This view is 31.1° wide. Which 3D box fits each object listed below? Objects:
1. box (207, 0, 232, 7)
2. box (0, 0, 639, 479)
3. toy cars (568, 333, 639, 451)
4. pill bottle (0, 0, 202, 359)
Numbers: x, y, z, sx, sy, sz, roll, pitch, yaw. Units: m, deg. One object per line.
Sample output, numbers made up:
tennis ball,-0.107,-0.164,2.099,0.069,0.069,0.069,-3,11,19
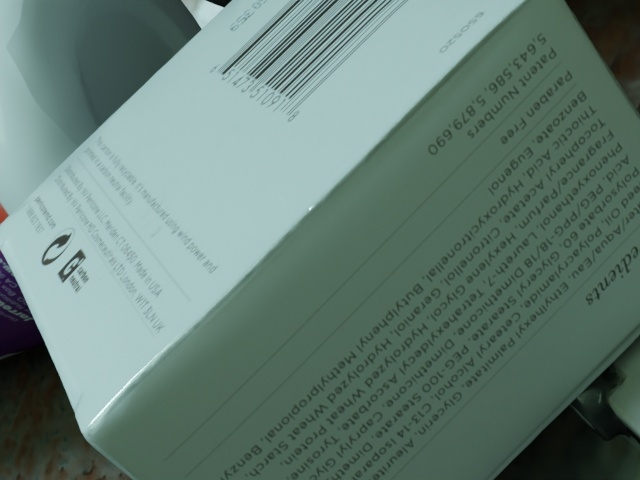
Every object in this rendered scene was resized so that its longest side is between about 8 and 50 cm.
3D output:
box,0.080,-0.310,0.468,0.318,0.097,0.395,-7,77,47
box,0.000,0.000,0.406,0.182,0.119,0.181,-45,29,-4
toy cars,0.075,0.075,0.429,0.394,0.087,0.176,-13,40,42
pill bottle,-0.209,-0.018,0.599,0.323,0.181,0.181,-20,72,29
